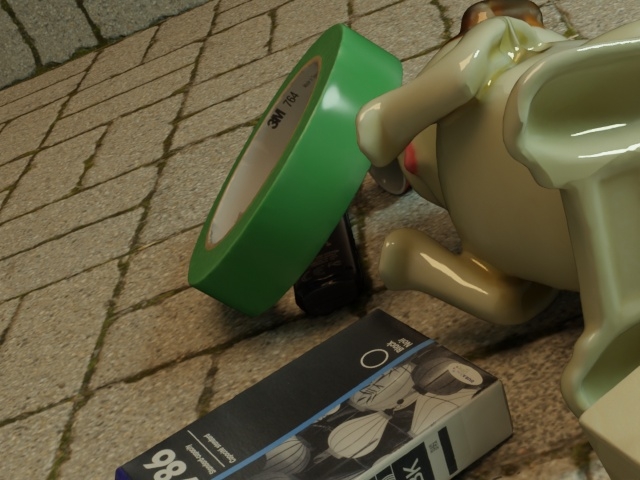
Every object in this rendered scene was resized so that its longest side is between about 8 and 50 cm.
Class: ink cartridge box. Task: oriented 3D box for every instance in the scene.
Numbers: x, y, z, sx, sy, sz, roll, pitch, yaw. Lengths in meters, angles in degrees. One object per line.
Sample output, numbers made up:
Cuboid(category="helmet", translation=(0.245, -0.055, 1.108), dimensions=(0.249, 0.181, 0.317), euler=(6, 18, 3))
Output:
Cuboid(category="ink cartridge box", translation=(-0.031, 0.180, 0.831), dimensions=(0.333, 0.065, 0.165), euler=(-32, 33, -22))

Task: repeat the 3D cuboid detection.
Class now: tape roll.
Cuboid(category="tape roll", translation=(-0.032, -0.075, 1.166), dimensions=(0.321, 0.077, 0.321), euler=(-54, 15, 22))

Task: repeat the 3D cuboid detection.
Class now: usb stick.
Cuboid(category="usb stick", translation=(0.000, 0.000, 1.223), dimensions=(0.077, 0.045, 0.278), euler=(-20, 25, 4))

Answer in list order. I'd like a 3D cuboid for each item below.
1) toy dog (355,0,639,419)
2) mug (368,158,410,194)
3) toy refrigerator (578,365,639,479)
Cuboid(category="toy dog", translation=(0.213, -0.093, 0.935), dimensions=(0.395, 0.284, 0.408), euler=(-31, 23, -12))
Cuboid(category="mug", translation=(0.127, -0.148, 1.319), dimensions=(0.169, 0.113, 0.150), euler=(-30, 27, -17))
Cuboid(category="toy refrigerator", translation=(0.276, 0.156, 0.609), dimensions=(0.102, 0.094, 0.269), euler=(-38, 26, -9))
